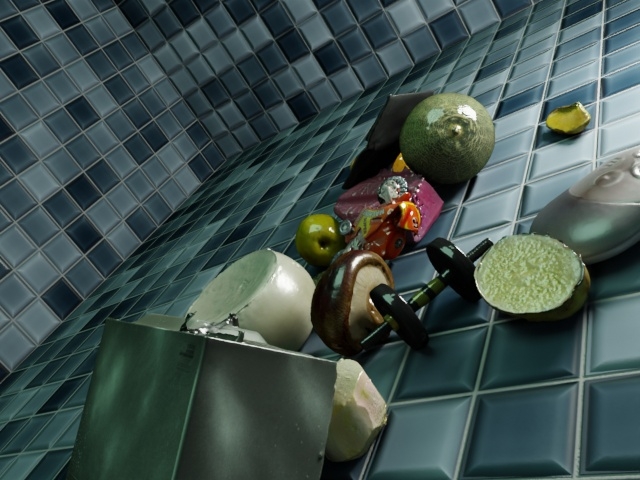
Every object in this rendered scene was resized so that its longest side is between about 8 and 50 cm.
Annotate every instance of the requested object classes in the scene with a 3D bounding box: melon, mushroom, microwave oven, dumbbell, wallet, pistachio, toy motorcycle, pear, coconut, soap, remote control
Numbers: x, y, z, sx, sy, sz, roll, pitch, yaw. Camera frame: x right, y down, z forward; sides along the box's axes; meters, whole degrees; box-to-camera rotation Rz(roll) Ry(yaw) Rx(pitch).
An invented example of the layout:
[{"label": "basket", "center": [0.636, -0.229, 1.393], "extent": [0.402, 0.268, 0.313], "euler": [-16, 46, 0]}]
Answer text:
[{"label": "melon", "center": [0.336, -0.269, 1.635], "extent": [0.249, 0.248, 0.329], "euler": [-33, 3, 4]}, {"label": "mushroom", "center": [0.059, 0.123, 1.255], "extent": [0.138, 0.194, 0.231], "euler": [-15, 17, 41]}, {"label": "microwave oven", "center": [-0.212, 0.299, 1.000], "extent": [0.432, 0.236, 0.374], "euler": [-3, 73, 54]}, {"label": "dumbbell", "center": [0.204, 0.100, 1.154], "extent": [0.326, 0.143, 0.143], "euler": [-37, 20, -9]}, {"label": "wallet", "center": [0.191, -0.283, 1.732], "extent": [0.247, 0.041, 0.322], "euler": [-23, -33, -49]}, {"label": "pistachio", "center": [0.640, -0.305, 1.543], "extent": [0.089, 0.049, 0.173], "euler": [-55, 19, 10]}, {"label": "toy motorcycle", "center": [0.135, -0.010, 1.433], "extent": [0.171, 0.089, 0.298], "euler": [35, 96, 39]}, {"label": "pear", "center": [0.000, 0.000, 1.694], "extent": [0.149, 0.148, 0.162], "euler": [-36, 14, -5]}, {"label": "coconut", "center": [0.025, 0.275, 1.015], "extent": [0.147, 0.152, 0.147], "euler": [-29, 18, 11]}, {"label": "soap", "center": [0.171, -0.089, 1.643], "extent": [0.325, 0.127, 0.220], "euler": [0, 42, 51]}, {"label": "remote control", "center": [0.528, -0.067, 1.092], "extent": [0.332, 0.103, 0.221], "euler": [-37, 18, -3]}]

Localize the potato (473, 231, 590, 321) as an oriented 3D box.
[{"label": "potato", "center": [0.363, 0.070, 1.034], "extent": [0.164, 0.081, 0.200], "euler": [-53, 37, -9]}]

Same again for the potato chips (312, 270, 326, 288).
[{"label": "potato chips", "center": [-0.024, 0.145, 1.574], "extent": [0.220, 0.029, 0.202], "euler": [-41, 18, -14]}]

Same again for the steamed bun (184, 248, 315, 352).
[{"label": "steamed bun", "center": [-0.150, 0.183, 1.415], "extent": [0.324, 0.206, 0.324], "euler": [-31, 23, 15]}]

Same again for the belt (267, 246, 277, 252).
[{"label": "belt", "center": [-0.167, 0.131, 1.693], "extent": [0.230, 0.126, 0.139], "euler": [-49, 1, -34]}]

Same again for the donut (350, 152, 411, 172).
[{"label": "donut", "center": [0.205, -0.251, 2.004], "extent": [0.227, 0.113, 0.226], "euler": [-30, 22, 13]}]
